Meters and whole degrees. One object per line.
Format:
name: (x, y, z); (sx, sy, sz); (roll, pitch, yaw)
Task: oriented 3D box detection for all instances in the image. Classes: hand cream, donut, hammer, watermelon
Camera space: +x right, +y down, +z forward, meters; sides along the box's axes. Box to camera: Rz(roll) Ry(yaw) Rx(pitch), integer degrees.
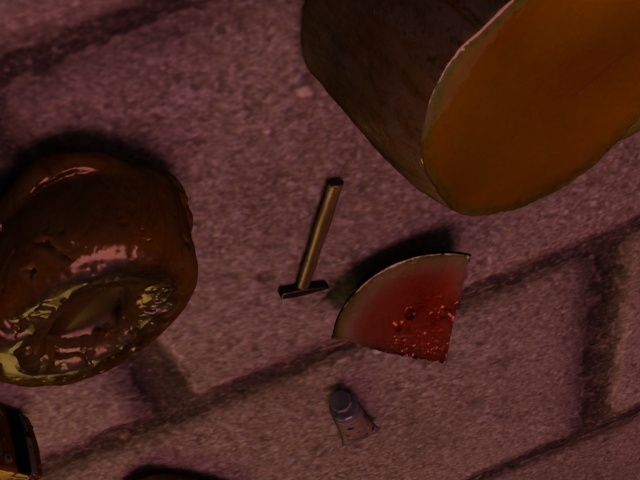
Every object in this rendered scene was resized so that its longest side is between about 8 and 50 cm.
hand cream: (0.044, 0.259, 1.614); (0.065, 0.043, 0.170); (-24, 151, 1)
donut: (-0.228, 0.033, 1.059); (0.209, 0.128, 0.261); (13, 133, -43)
hammer: (0.000, 0.000, 1.256); (0.062, 0.013, 0.199); (-9, 144, -22)
watermelon: (0.115, 0.085, 1.383); (0.193, 0.137, 0.145); (-29, -179, 8)

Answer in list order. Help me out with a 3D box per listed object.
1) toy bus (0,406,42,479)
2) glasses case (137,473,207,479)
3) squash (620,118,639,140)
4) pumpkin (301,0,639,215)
toy bus: (-0.420, 0.280, 1.303); (0.201, 0.098, 0.114); (-39, 144, 21)
glasses case: (-0.191, 0.382, 1.618); (0.079, 0.064, 0.234); (-31, 147, 22)
squash: (0.304, -0.163, 1.129); (0.187, 0.123, 0.123); (-42, 143, 23)
pumpkin: (0.163, -0.168, 0.970); (0.332, 0.199, 0.332); (-17, 149, -11)
